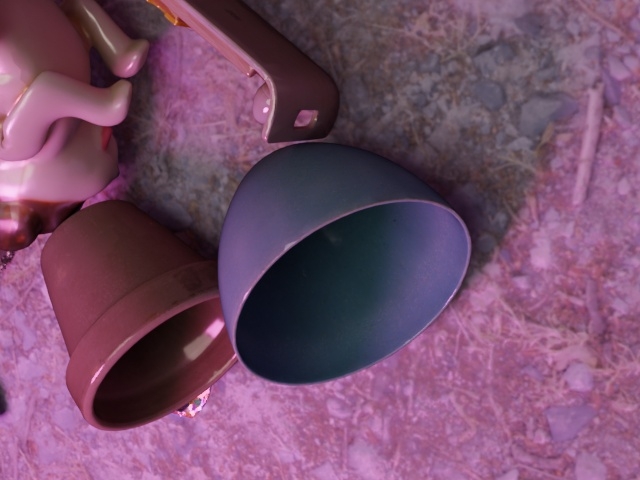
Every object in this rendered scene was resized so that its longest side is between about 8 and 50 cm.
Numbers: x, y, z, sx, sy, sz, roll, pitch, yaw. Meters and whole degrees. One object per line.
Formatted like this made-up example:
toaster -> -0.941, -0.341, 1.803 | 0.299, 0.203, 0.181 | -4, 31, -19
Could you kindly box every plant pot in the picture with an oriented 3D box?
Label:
plant pot -> -0.241, 0.074, 1.316 | 0.229, 0.263, 0.263 | 50, 116, 24
plant pot -> 0.000, 0.000, 1.189 | 0.290, 0.290, 0.195 | -52, 48, 24

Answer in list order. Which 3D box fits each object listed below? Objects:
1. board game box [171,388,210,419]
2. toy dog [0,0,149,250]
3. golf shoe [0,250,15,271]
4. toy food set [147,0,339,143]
board game box -> -0.234, 0.181, 1.435 | 0.168, 0.033, 0.133 | 11, 106, 20
toy dog -> -0.401, -0.179, 1.251 | 0.395, 0.285, 0.408 | -20, 129, 1
golf shoe -> -0.506, 0.030, 1.503 | 0.086, 0.069, 0.176 | 39, 112, 18
toy food set -> -0.127, -0.226, 1.194 | 0.306, 0.219, 0.092 | 41, 108, 10
